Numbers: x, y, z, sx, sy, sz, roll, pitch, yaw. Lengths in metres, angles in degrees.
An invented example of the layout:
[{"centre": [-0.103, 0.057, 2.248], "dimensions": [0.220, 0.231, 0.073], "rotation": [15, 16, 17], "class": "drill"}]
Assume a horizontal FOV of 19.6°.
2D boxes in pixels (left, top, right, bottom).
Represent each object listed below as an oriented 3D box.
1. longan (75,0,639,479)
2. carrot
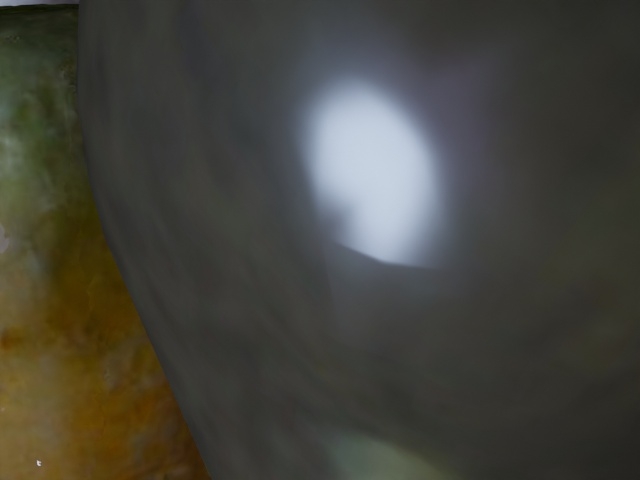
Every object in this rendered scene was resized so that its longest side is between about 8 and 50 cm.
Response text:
[{"centre": [0.088, -0.047, 0.626], "dimensions": [0.336, 0.404, 0.405], "rotation": [15, 114, 15], "class": "longan"}, {"centre": [-0.141, 0.055, 0.917], "dimensions": [0.224, 0.224, 0.341], "rotation": [4, 101, 33], "class": "carrot"}]
